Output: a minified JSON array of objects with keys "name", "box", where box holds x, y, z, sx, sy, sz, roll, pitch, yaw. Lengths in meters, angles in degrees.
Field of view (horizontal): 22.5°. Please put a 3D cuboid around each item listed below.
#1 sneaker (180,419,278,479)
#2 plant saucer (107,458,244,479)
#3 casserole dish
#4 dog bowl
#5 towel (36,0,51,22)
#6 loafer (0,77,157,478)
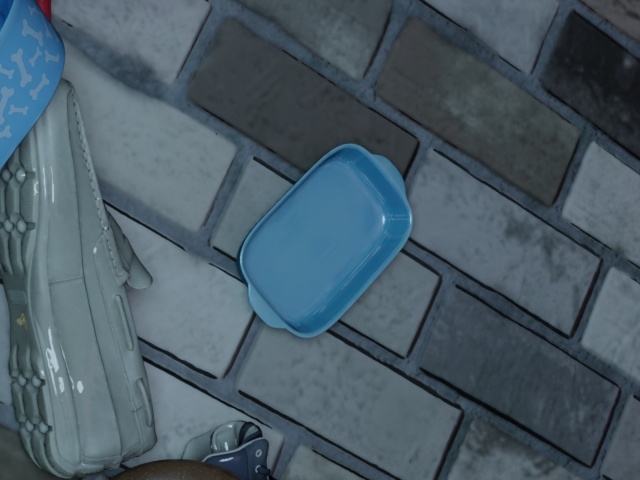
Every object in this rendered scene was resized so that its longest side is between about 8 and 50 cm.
[{"name":"sneaker","box":[-0.029,0.236,1.350,0.226,0.086,0.163,5,88,-27]},{"name":"plant saucer","box":[-0.116,0.274,1.269,0.198,0.036,0.199,0,91,8]},{"name":"casserole dish","box":[0.000,0.000,1.403,0.188,0.037,0.114,-47,109,-22]},{"name":"dog bowl","box":[-0.298,-0.068,1.166,0.297,0.166,0.074,-54,128,-9]},{"name":"towel","box":[-0.335,-0.231,1.235,0.275,0.031,0.199,1,89,-27]},{"name":"loafer","box":[-0.191,0.025,1.264,0.111,0.112,0.319,-10,101,-33]}]
